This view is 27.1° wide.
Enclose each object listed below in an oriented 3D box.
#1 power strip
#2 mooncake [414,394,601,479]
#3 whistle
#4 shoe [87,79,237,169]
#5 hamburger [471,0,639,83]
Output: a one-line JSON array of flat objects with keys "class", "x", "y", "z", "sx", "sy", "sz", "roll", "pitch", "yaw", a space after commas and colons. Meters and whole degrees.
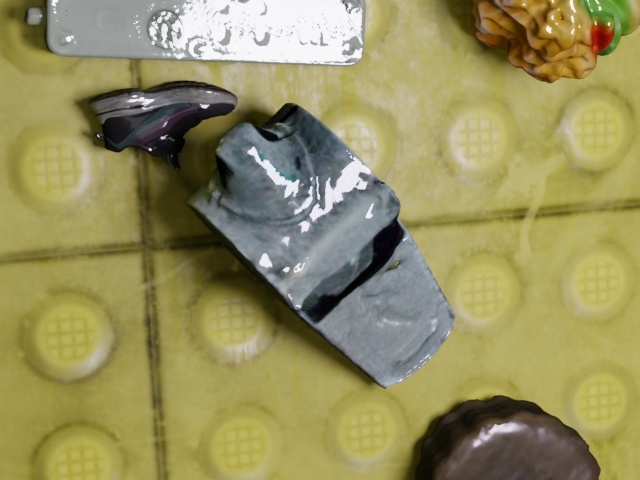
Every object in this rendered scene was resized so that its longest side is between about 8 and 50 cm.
[{"class": "power strip", "x": -0.140, "y": -0.248, "z": 1.505, "sx": 0.385, "sy": 0.062, "sz": 0.091, "roll": 0, "pitch": 99, "yaw": -16}, {"class": "mooncake", "x": 0.229, "y": 0.308, "z": 1.659, "sx": 0.228, "sy": 0.124, "sz": 0.228, "roll": -2, "pitch": 99, "yaw": -10}, {"class": "whistle", "x": 0.018, "y": 0.015, "z": 1.521, "sx": 0.168, "sy": 0.188, "sz": 0.405, "roll": -45, "pitch": 107, "yaw": -5}, {"class": "shoe", "x": -0.176, "y": -0.128, "z": 1.511, "sx": 0.169, "sy": 0.071, "sz": 0.099, "roll": -7, "pitch": 103, "yaw": -10}, {"class": "hamburger", "x": 0.249, "y": -0.282, "z": 1.530, "sx": 0.149, "sy": 0.237, "sz": 0.237, "roll": -46, "pitch": 107, "yaw": -6}]
